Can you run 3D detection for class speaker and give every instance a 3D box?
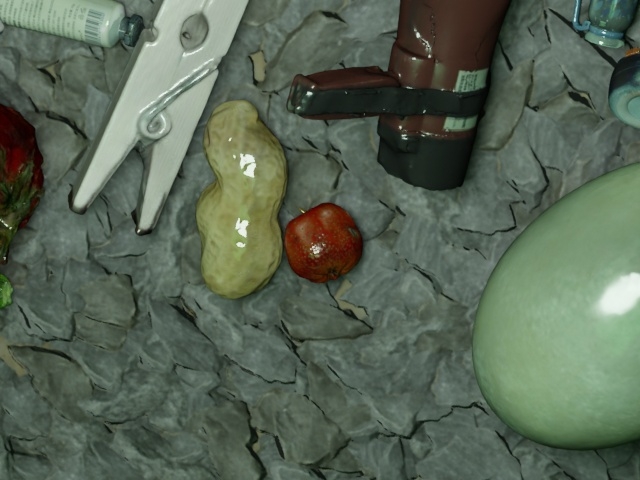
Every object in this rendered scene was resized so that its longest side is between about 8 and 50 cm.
[{"bbox_3d":[0.114,-0.205,1.719,0.198,0.259,0.329,18,109,16],"label":"speaker"}]

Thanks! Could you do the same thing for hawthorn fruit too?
[{"bbox_3d":[0.000,0.000,1.897,0.093,0.093,0.093,3,107,10],"label":"hawthorn fruit"}]

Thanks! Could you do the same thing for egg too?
[{"bbox_3d":[0.311,0.068,1.762,0.258,0.258,0.352,44,104,-4],"label":"egg"}]

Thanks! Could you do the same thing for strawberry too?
[{"bbox_3d":[-0.443,-0.047,1.871,0.220,0.274,0.274,20,110,15],"label":"strawberry"}]

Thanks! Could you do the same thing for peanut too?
[{"bbox_3d":[-0.088,-0.043,1.897,0.104,0.085,0.228,13,108,21],"label":"peanut"}]

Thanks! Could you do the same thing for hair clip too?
[{"bbox_3d":[-0.172,-0.167,1.876,0.101,0.085,0.330,21,106,-12],"label":"hair clip"}]

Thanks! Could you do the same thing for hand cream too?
[{"bbox_3d":[-0.310,-0.260,1.899,0.234,0.050,0.080,17,118,10],"label":"hand cream"}]

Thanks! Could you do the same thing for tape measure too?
[{"bbox_3d":[0.359,-0.208,1.786,0.107,0.104,0.179,0,76,27],"label":"tape measure"}]

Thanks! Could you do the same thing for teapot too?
[{"bbox_3d":[0.296,-0.245,1.779,0.063,0.049,0.083,15,109,6],"label":"teapot"}]

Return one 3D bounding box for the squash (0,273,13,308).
[{"bbox_3d":[-0.465,0.072,2.013,0.219,0.068,0.077,-10,96,14],"label":"squash"}]

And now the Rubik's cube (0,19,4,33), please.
[{"bbox_3d":[-0.569,-0.250,1.808,0.292,0.290,0.291,-25,99,23],"label":"Rubik's cube"}]
